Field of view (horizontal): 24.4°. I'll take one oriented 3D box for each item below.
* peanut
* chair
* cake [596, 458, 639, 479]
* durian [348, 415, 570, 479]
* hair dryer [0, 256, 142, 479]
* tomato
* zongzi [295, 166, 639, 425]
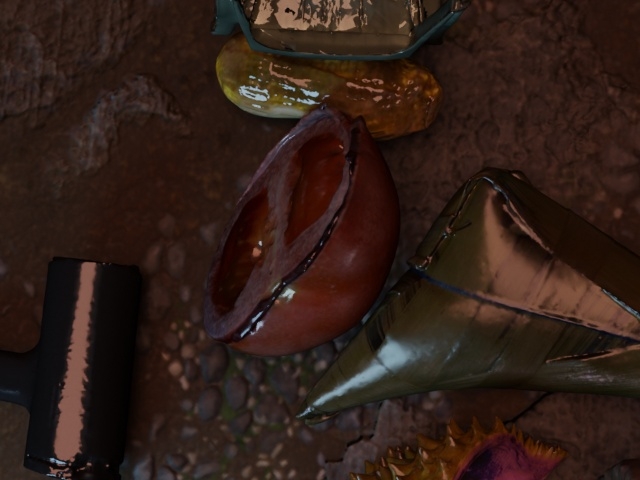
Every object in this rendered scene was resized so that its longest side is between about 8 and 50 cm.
[{"bbox_3d":[0.007,-0.139,1.309,0.207,0.087,0.087,12,84,11],"label":"peanut"},{"bbox_3d":[0.014,-0.242,1.222,0.203,0.274,0.190,2,82,-5],"label":"chair"},{"bbox_3d":[0.332,0.280,1.103,0.230,0.309,0.237,-2,78,3],"label":"cake"},{"bbox_3d":[0.061,0.257,1.228,0.187,0.154,0.260,-6,54,42],"label":"durian"},{"bbox_3d":[-0.286,0.108,1.319,0.251,0.089,0.197,5,83,14],"label":"hair dryer"},{"bbox_3d":[0.000,0.000,1.261,0.112,0.199,0.228,27,129,-25],"label":"tomato"},{"bbox_3d":[0.159,0.112,1.246,0.260,0.123,0.289,35,99,7],"label":"zongzi"}]
